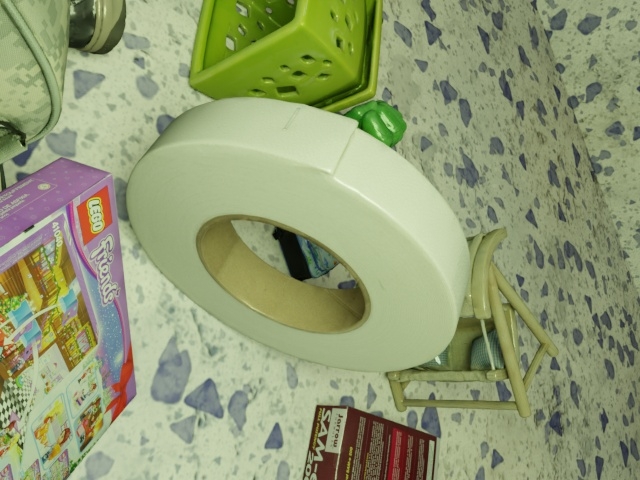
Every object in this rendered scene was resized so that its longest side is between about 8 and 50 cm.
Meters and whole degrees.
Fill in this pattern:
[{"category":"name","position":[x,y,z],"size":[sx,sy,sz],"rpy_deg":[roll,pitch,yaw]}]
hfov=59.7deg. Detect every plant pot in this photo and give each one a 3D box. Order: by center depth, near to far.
[{"category":"plant pot","position":[-0.033,-0.308,0.835],"size":[0.207,0.228,0.227],"rpy_deg":[27,60,-44]}]

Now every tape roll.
[{"category":"tape roll","position":[-0.030,0.018,0.627],"size":[0.392,0.392,0.072],"rpy_deg":[46,52,-26]}]

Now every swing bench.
[{"category":"swing bench","position":[0.208,0.138,0.925],"size":[0.165,0.253,0.254],"rpy_deg":[-40,107,-43]}]

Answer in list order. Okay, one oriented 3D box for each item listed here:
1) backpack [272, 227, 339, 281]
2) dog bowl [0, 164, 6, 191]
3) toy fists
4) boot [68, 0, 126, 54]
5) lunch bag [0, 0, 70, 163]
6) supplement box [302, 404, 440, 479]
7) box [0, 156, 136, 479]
[{"category":"backpack","position":[0.000,0.000,0.878],"size":[0.114,0.084,0.105],"rpy_deg":[-31,104,-47]},{"category":"dog bowl","position":[-0.463,-0.027,0.384],"size":[0.408,0.150,0.408],"rpy_deg":[15,68,-41]},{"category":"toy fists","position":[0.037,-0.159,0.915],"size":[0.279,0.142,0.096],"rpy_deg":[-34,104,-44]},{"category":"boot","position":[-0.386,-0.378,0.569],"size":[0.284,0.138,0.377],"rpy_deg":[-21,100,-45]},{"category":"lunch bag","position":[-0.274,-0.233,0.375],"size":[0.256,0.212,0.305],"rpy_deg":[55,22,-56]},{"category":"supplement box","position":[0.088,0.351,0.878],"size":[0.239,0.073,0.130],"rpy_deg":[31,59,-36]},{"category":"box","position":[-0.248,0.103,0.476],"size":[0.201,0.057,0.293],"rpy_deg":[-56,160,-52]}]
